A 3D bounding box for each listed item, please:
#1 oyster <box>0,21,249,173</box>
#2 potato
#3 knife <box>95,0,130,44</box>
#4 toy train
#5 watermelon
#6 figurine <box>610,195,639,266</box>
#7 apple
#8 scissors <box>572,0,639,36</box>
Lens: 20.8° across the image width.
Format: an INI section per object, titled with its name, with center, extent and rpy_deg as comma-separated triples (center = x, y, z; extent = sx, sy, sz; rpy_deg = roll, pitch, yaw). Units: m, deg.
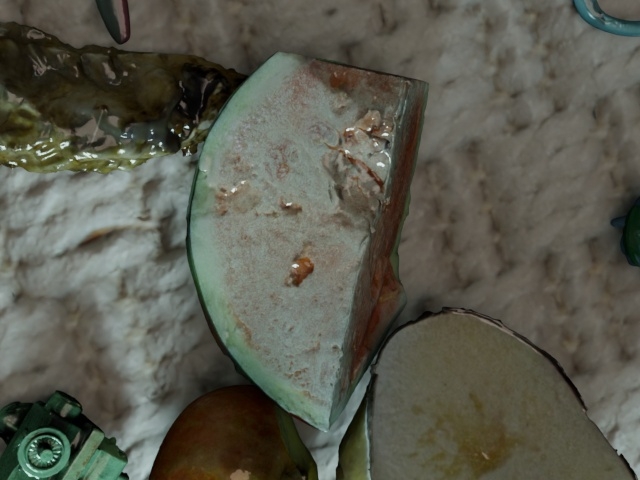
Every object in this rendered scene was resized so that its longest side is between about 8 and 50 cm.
[oyster]
center = -0.198, -0.121, 1.476
extent = 0.345, 0.078, 0.128
rpy_deg = 0, 90, -13
[potato]
center = 0.127, 0.227, 1.559
extent = 0.246, 0.196, 0.299
rpy_deg = -31, 80, -31
[knife]
center = -0.204, -0.284, 1.465
extent = 0.035, 0.018, 0.247
rpy_deg = -17, 95, 1
[toy train]
center = -0.248, 0.233, 1.509
extent = 0.132, 0.083, 0.200
rpy_deg = 35, 88, -28
[watermelon]
center = 0.000, 0.000, 1.482
extent = 0.224, 0.180, 0.305
rpy_deg = 8, 96, -28
[figurine]
center = 0.368, 0.009, 1.633
extent = 0.178, 0.114, 0.144
rpy_deg = -11, 103, -22
[apple]
center = -0.069, 0.223, 1.504
extent = 0.160, 0.173, 0.195
rpy_deg = -25, 101, -13
[scissors]
center = 0.397, -0.313, 1.626
extent = 0.393, 0.032, 0.180
rpy_deg = -18, 103, -12
